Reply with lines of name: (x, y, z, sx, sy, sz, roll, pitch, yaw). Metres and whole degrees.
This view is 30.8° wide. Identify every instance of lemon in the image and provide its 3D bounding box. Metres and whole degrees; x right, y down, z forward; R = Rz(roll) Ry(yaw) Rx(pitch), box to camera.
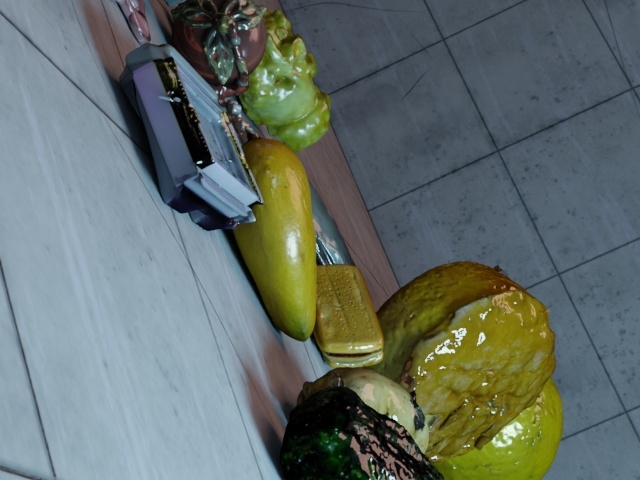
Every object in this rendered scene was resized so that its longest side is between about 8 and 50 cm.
lemon: (0.361, 0.390, 2.528, 0.387, 0.350, 0.349, 35, 30, -62)

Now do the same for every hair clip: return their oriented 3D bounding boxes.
hair clip: (-0.137, -0.172, 1.915, 0.056, 0.062, 0.214, 15, 34, -22)
hair clip: (-0.277, -0.354, 1.630, 0.138, 0.102, 0.123, 14, 41, -38)

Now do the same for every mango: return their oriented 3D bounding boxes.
mango: (-0.063, -0.008, 1.644, 0.176, 0.119, 0.316, -145, -140, -70)

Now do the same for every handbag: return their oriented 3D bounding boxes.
handbag: (0.001, 0.003, 2.258, 0.332, 0.075, 0.191, 60, 10, -11)

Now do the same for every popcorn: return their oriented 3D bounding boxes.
popcorn: (-0.095, -0.333, 2.328, 0.286, 0.174, 0.225, 60, 2, -40)

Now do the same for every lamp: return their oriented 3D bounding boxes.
lamp: (-0.178, -0.329, 1.886, 0.223, 0.151, 0.215, -41, -113, 56)

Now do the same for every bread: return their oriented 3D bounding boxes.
bread: (0.247, 0.228, 2.149, 0.215, 0.398, 0.398, 53, -3, 42)
bread: (0.033, 0.126, 1.962, 0.077, 0.116, 0.200, 93, -15, -45)

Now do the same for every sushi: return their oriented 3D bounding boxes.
sushi: (0.050, 0.282, 1.352, 0.225, 0.124, 0.127, 48, 30, -13)

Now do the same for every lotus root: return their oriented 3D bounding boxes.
lotus root: (0.058, 0.244, 1.546, 0.257, 0.154, 0.140, 52, 20, -46)

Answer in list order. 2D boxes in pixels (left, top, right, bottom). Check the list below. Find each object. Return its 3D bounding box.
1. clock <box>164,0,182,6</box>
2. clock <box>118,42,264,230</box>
clock: (-0.281, -0.485, 1.769, 0.280, 0.055, 0.280, 59, 1, -2)
clock: (-0.163, -0.123, 1.458, 0.186, 0.083, 0.253, 67, 7, 17)
